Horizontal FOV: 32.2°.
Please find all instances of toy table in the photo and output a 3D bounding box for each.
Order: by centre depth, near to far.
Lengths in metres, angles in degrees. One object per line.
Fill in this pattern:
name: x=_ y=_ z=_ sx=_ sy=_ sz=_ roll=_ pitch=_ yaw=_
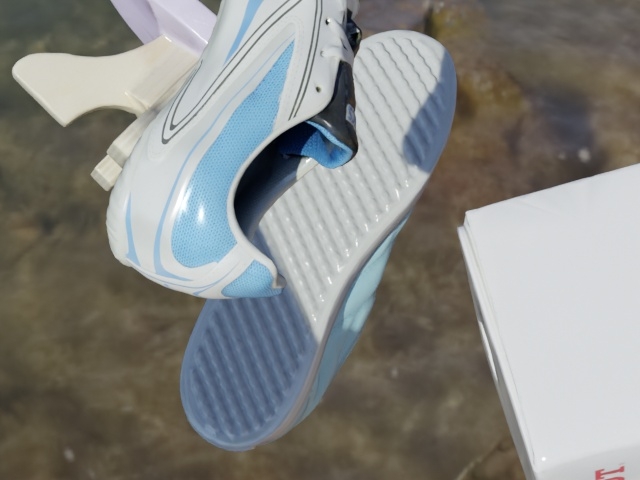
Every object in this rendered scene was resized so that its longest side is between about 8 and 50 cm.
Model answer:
toy table: x=-0.143 y=-0.119 z=1.059 sx=0.274 sy=0.252 sz=0.161 roll=42 pitch=77 yaw=1

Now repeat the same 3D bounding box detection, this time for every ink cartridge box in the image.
ink cartridge box: x=0.307 y=0.057 z=0.704 sx=0.394 sy=0.285 sz=0.166 roll=-16 pitch=62 yaw=6

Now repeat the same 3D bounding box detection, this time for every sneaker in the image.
sneaker: x=-0.011 y=-0.084 z=0.480 sx=0.086 sy=0.085 sz=0.237 roll=20 pitch=76 yaw=7
sneaker: x=0.000 y=0.000 z=0.926 sx=0.135 sy=0.150 sz=0.366 roll=30 pitch=85 yaw=11
